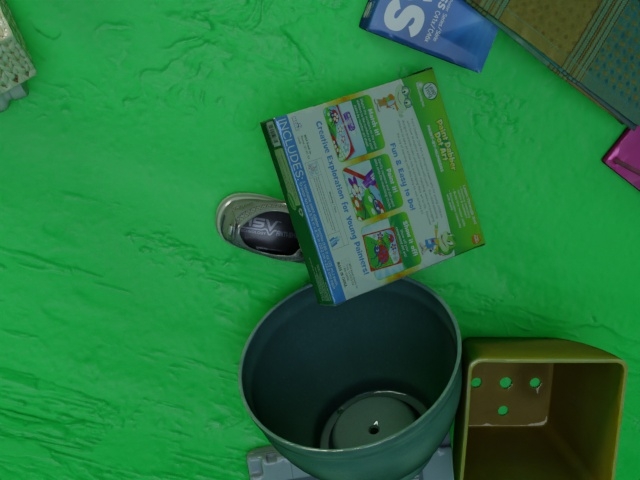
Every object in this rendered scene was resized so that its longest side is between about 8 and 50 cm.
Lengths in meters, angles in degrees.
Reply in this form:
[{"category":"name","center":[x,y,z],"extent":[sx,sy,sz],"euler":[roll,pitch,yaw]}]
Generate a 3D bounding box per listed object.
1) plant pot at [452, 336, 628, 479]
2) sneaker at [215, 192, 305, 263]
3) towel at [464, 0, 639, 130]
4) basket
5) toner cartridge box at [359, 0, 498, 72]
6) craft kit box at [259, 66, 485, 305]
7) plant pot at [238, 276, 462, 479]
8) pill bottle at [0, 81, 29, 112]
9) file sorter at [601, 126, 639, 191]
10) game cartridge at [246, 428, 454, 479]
[{"category":"plant pot","center":[0.282,0.231,1.550],"extent":[0.212,0.187,0.212],"euler":[1,105,-6]},{"category":"sneaker","center":[0.000,0.000,1.494],"extent":[0.281,0.115,0.105],"euler":[2,105,-7]},{"category":"towel","center":[0.353,-0.346,1.433],"extent":[0.370,0.040,0.271],"euler":[30,95,-25]},{"category":"basket","center":[-0.427,-0.261,1.349],"extent":[0.103,0.113,0.167],"euler":[-27,71,-5]},{"category":"toner cartridge box","center":[0.189,-0.407,1.428],"extent":[0.165,0.075,0.347],"euler":[18,102,-12]},{"category":"craft kit box","center":[0.073,-0.073,1.447],"extent":[0.247,0.061,0.250],"euler":[-20,96,-23]},{"category":"plant pot","center":[0.057,0.213,1.494],"extent":[0.293,0.293,0.196],"euler":[-19,133,-1]},{"category":"pill bottle","center":[-0.438,-0.189,1.422],"extent":[0.120,0.067,0.067],"euler":[-18,106,-1]},{"category":"file sorter","center":[0.568,-0.148,1.483],"extent":[0.202,0.182,0.290],"euler":[35,99,-13]},{"category":"game cartridge","center":[0.050,0.379,1.634],"extent":[0.297,0.062,0.198],"euler":[-8,110,-4]}]
